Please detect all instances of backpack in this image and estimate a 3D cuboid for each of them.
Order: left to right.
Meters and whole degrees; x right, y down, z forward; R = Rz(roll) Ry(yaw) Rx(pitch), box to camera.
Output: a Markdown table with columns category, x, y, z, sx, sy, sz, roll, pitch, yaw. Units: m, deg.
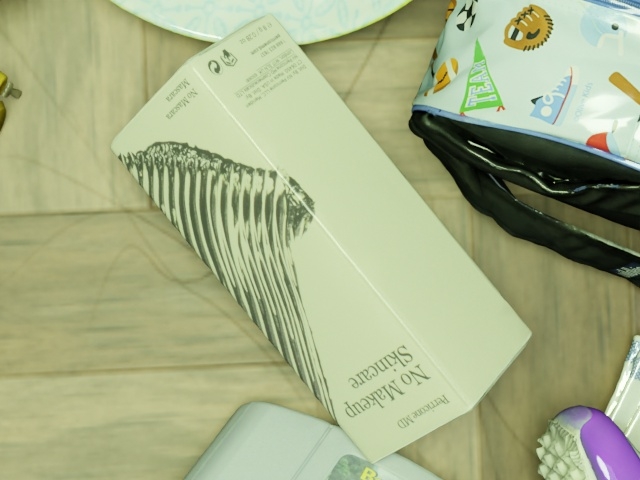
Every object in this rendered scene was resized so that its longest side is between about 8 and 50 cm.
| category | x | y | z | sx | sy | sz | roll | pitch | yaw |
| --- | --- | --- | --- | --- | --- | --- | --- | --- | --- |
| backpack | 0.193 | -0.089 | 0.846 | 0.263 | 0.276 | 0.213 | 13 | 84 | 4 |

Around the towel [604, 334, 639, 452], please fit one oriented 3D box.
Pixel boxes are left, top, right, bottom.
| category | x | y | z | sx | sy | sz | roll | pitch | yaw |
| --- | --- | --- | --- | --- | --- | --- | --- | --- | --- |
| towel | 0.247 | 0.231 | 0.953 | 0.209 | 0.034 | 0.285 | 27 | 91 | -5 |

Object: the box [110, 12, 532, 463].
| category | x | y | z | sx | sy | sz | roll | pitch | yaw |
| --- | --- | --- | --- | --- | --- | --- | --- | --- | --- |
| box | 0.000 | 0.000 | 0.889 | 0.275 | 0.113 | 0.094 | 50 | 44 | 0 |

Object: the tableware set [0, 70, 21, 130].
| category | x | y | z | sx | sy | sz | roll | pitch | yaw |
| --- | --- | --- | --- | --- | --- | --- | --- | --- | --- |
| tableware set | -0.246 | -0.045 | 0.892 | 0.024 | 0.104 | 0.154 | 28 | 88 | -1 |

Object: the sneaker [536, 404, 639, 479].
| category | x | y | z | sx | sy | sz | roll | pitch | yaw |
| --- | --- | --- | --- | --- | --- | --- | --- | --- | --- |
| sneaker | 0.259 | 0.209 | 0.893 | 0.146 | 0.102 | 0.293 | -33 | 100 | -6 |

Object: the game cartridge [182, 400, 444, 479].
| category | x | y | z | sx | sy | sz | roll | pitch | yaw |
| --- | --- | --- | --- | --- | --- | --- | --- | --- | --- |
| game cartridge | 0.032 | 0.234 | 0.873 | 0.294 | 0.060 | 0.196 | 31 | 50 | 9 |

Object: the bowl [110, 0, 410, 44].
| category | x | y | z | sx | sy | sz | roll | pitch | yaw |
| --- | --- | --- | --- | --- | --- | --- | --- | --- | --- |
| bowl | -0.039 | -0.279 | 0.861 | 0.289 | 0.289 | 0.156 | 9 | 47 | -3 |
